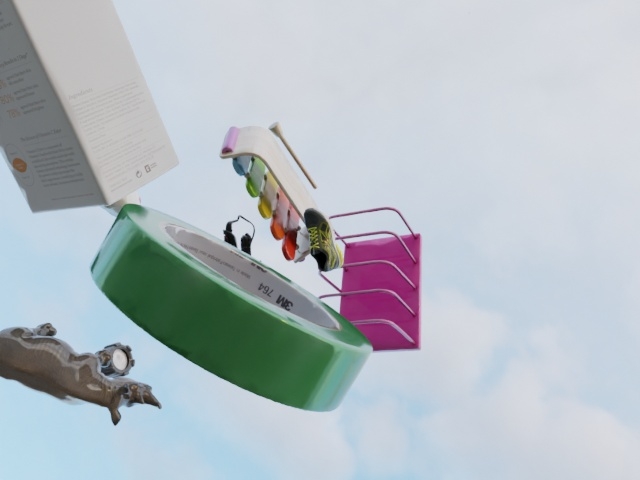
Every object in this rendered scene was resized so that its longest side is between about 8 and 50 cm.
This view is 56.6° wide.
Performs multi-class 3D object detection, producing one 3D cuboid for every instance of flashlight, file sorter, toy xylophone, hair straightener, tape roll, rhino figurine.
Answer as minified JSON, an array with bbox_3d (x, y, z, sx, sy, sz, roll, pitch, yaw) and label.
[{"bbox_3d":[-0.694,0.385,1.773,0.304,0.103,0.103,-19,-60,25],"label":"flashlight"},{"bbox_3d":[0.109,0.091,1.367,0.202,0.291,0.182,-8,-30,25],"label":"file sorter"},{"bbox_3d":[-0.087,-0.116,1.277,0.081,0.236,0.323,-22,-65,18],"label":"toy xylophone"},{"bbox_3d":[-0.169,0.048,1.299,0.089,0.047,0.231,-6,-114,8],"label":"hair straightener"},{"bbox_3d":[-0.095,0.070,0.678,0.321,0.321,0.077,30,-89,1],"label":"tape roll"},{"bbox_3d":[-0.319,0.176,0.776,0.243,0.106,0.073,22,-90,3],"label":"rhino figurine"}]

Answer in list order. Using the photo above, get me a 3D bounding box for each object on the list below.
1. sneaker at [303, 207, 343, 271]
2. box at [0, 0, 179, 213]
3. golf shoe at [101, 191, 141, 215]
[{"bbox_3d":[0.000,0.000,0.722,0.031,0.035,0.083,-24,-86,41],"label":"sneaker"},{"bbox_3d":[-0.411,-0.236,0.938,0.214,0.168,0.346,-2,-63,35],"label":"box"},{"bbox_3d":[-0.535,-0.116,1.540,0.115,0.306,0.140,-44,-67,-6],"label":"golf shoe"}]
